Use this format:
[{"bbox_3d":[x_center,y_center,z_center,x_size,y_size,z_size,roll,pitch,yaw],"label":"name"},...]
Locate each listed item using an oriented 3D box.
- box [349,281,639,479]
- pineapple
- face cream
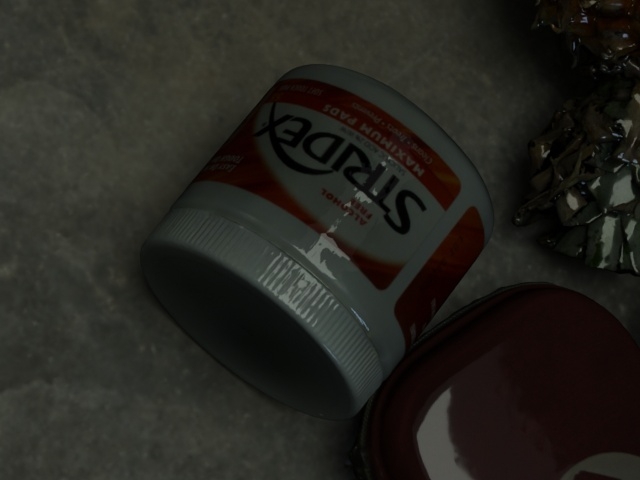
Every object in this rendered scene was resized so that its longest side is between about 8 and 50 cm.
[{"bbox_3d":[0.203,0.232,1.395,0.263,0.108,0.404,-33,92,-23],"label":"box"},{"bbox_3d":[0.245,-0.112,1.454,0.262,0.262,0.272,7,99,-19],"label":"pineapple"},{"bbox_3d":[0.000,0.000,1.319,0.201,0.201,0.187,42,68,-8],"label":"face cream"}]
